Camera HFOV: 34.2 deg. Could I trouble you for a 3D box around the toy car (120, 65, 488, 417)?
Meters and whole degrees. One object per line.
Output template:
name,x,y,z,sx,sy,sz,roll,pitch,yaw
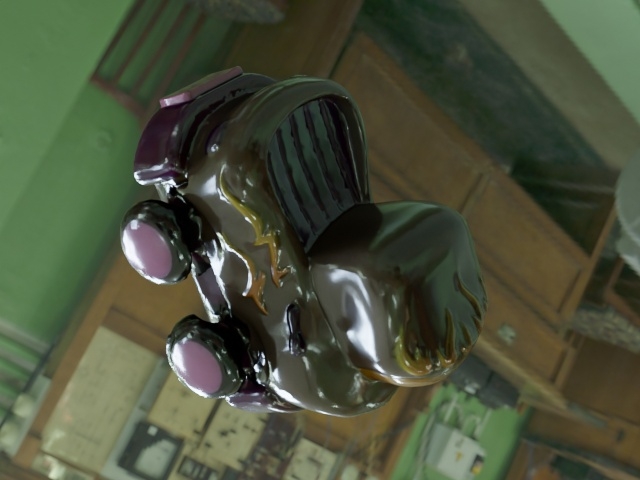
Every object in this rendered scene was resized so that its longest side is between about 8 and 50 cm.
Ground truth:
toy car,0.000,0.000,0.948,0.240,0.271,0.340,-10,110,37
